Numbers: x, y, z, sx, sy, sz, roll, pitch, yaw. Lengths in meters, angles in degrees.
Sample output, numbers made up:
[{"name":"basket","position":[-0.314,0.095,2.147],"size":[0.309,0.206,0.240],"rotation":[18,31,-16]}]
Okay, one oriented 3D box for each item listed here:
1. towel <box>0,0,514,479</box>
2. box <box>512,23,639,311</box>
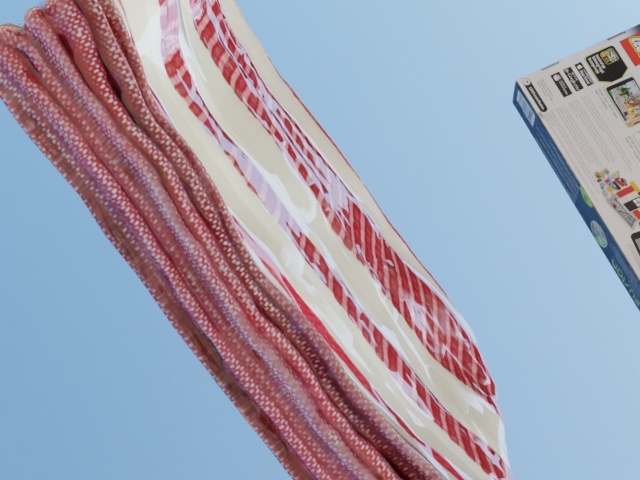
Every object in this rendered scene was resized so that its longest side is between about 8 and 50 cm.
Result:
[{"name":"towel","position":[0.000,0.000,0.547],"size":[0.237,0.037,0.329],"rotation":[53,-171,-10]},{"name":"box","position":[0.236,-0.048,1.125],"size":[0.114,0.036,0.207],"rotation":[-24,-112,-9]}]
